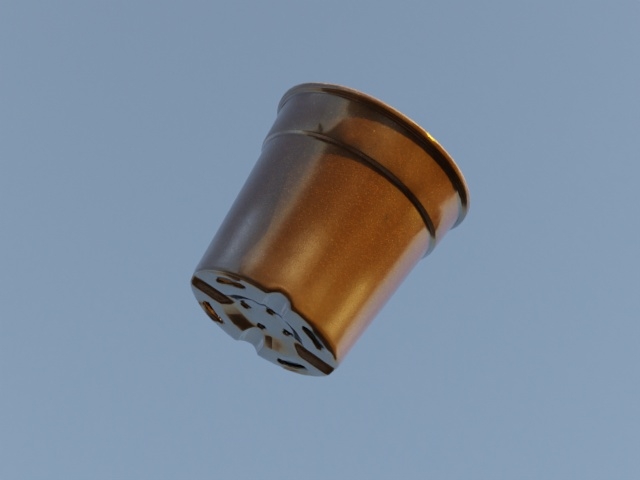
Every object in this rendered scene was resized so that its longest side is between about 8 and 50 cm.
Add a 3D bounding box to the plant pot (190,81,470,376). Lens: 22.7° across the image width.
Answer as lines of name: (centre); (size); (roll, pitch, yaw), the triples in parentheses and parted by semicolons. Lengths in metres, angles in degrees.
plant pot: (0.000, 0.000, 1.175); (0.167, 0.167, 0.165); (45, -117, -25)
